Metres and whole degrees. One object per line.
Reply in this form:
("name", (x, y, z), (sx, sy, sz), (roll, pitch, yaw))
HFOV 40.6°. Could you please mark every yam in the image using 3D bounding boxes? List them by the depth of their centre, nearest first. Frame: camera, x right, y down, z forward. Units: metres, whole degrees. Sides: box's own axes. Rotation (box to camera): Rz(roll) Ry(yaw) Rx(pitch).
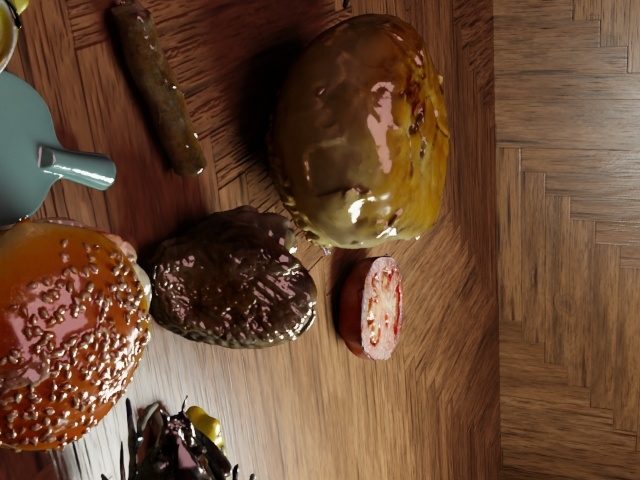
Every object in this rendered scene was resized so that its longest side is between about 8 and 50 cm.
("yam", (-0.191, -0.178, 1.049), (0.057, 0.057, 0.241), (-64, 148, -42))

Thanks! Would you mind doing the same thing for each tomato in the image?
("tomato", (0.093, 0.133, 1.736), (0.225, 0.085, 0.225), (-20, 113, -61))

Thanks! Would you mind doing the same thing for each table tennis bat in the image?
("table tennis bat", (-0.290, -0.085, 0.859), (0.237, 0.038, 0.149), (9, 83, -63))

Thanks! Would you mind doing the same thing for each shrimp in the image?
("shrimp", (-0.170, 0.341, 1.036), (0.221, 0.166, 0.410), (-20, 116, -32))

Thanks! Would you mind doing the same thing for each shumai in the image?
("shumai", (-0.127, 0.048, 1.172), (0.185, 0.218, 0.184), (-130, -142, -66))

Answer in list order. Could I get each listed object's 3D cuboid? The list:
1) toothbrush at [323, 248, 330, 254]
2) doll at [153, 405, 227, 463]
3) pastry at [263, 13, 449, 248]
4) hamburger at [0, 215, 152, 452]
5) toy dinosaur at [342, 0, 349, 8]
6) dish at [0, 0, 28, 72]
("toothbrush", (0.000, 0.000, 1.589), (0.097, 0.008, 0.006), (60, 27, -52))
("doll", (-0.187, 0.272, 1.144), (0.113, 0.071, 0.135), (-50, 133, -28))
("pastry", (0.058, -0.165, 1.394), (0.409, 0.245, 0.409), (1, 90, -66))
("hamburger", (-0.261, 0.084, 0.813), (0.237, 0.147, 0.237), (-14, 106, -63))
("toy dinosaur", (-0.069, -0.441, 1.272), (0.331, 0.129, 0.383), (-52, 142, -36))
("dish", (-0.302, -0.172, 0.697), (0.208, 0.080, 0.149), (-31, 140, -46))
